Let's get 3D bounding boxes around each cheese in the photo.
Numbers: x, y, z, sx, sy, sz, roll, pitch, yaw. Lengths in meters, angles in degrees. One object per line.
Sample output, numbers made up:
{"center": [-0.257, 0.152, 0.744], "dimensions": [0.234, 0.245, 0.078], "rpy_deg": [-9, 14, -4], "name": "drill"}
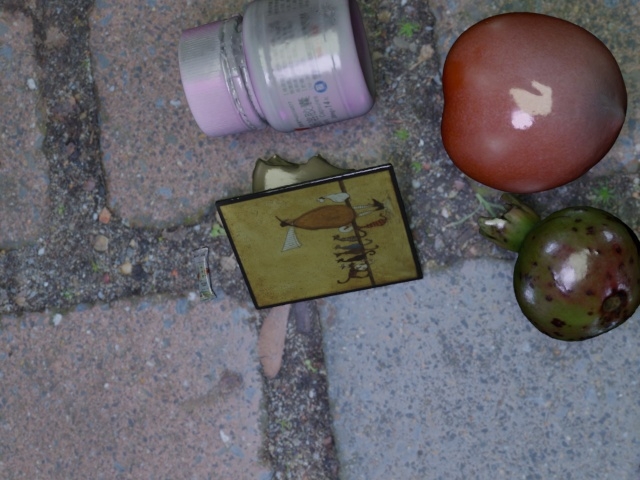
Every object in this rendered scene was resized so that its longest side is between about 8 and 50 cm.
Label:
{"center": [-0.042, -0.091, 1.755], "dimensions": [0.202, 0.091, 0.175], "rpy_deg": [25, 90, 12], "name": "cheese"}

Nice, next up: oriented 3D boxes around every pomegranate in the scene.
{"center": [0.415, 0.051, 1.598], "dimensions": [0.306, 0.242, 0.242], "rpy_deg": [16, 90, 49], "name": "pomegranate"}

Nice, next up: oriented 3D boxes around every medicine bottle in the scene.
{"center": [-0.077, -0.325, 1.693], "dimensions": [0.325, 0.256, 0.256], "rpy_deg": [-12, 84, 10], "name": "medicine bottle"}

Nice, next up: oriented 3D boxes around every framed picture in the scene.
{"center": [0.000, 0.000, 1.704], "dimensions": [0.339, 0.014, 0.255], "rpy_deg": [-11, 120, 12], "name": "framed picture"}

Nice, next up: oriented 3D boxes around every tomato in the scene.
{"center": [0.365, -0.234, 1.561], "dimensions": [0.322, 0.321, 0.321], "rpy_deg": [-1, 86, 12], "name": "tomato"}

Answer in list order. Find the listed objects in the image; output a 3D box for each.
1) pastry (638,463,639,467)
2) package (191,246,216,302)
{"center": [0.655, 0.433, 1.566], "dimensions": [0.182, 0.093, 0.192], "rpy_deg": [-18, 82, 8], "name": "pastry"}
{"center": [-0.234, 0.069, 1.824], "dimensions": [0.037, 0.015, 0.110], "rpy_deg": [-14, 82, 17], "name": "package"}
